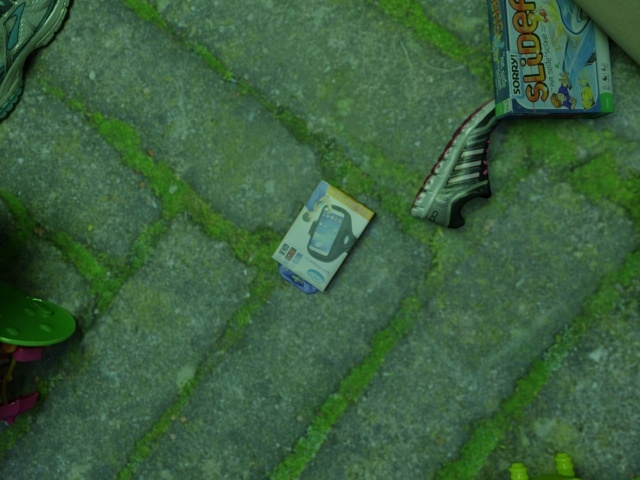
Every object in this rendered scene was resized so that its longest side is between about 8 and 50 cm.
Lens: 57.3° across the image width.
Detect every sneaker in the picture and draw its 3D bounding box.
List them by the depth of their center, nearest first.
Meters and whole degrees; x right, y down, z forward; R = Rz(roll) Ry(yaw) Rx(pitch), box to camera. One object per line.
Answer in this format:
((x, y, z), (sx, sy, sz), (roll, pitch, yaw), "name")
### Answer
((0.178, -0.086, 0.696), (0.075, 0.063, 0.170), (32, 93, 2), "sneaker")
((-0.431, -0.291, 0.773), (0.110, 0.122, 0.283), (25, 94, 9), "sneaker")

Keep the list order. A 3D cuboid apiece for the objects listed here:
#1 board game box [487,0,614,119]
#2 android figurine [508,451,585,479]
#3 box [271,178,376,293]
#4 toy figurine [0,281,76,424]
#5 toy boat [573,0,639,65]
((0.259, -0.240, 0.668), (0.136, 0.035, 0.201), (-5, 89, -15), "board game box")
((0.265, 0.373, 0.626), (0.248, 0.056, 0.272), (-6, 78, -20), "android figurine")
((0.000, 0.000, 0.743), (0.081, 0.028, 0.136), (33, 93, 8), "box")
((-0.427, 0.162, 0.787), (0.173, 0.130, 0.159), (29, 105, 31), "toy figurine")
((0.377, -0.287, 0.628), (0.231, 0.151, 0.151), (39, 139, -11), "toy boat")
